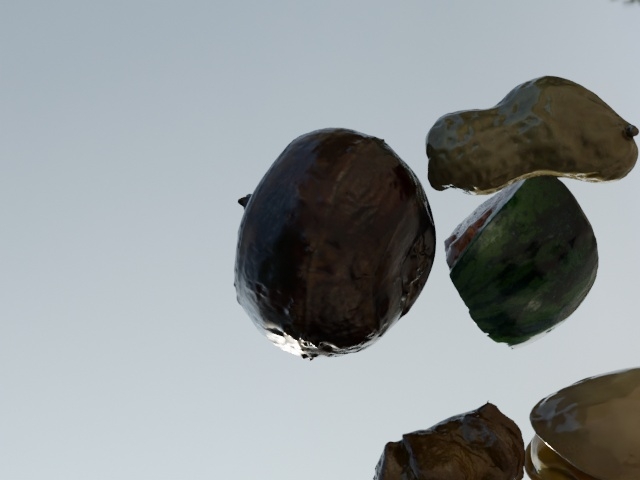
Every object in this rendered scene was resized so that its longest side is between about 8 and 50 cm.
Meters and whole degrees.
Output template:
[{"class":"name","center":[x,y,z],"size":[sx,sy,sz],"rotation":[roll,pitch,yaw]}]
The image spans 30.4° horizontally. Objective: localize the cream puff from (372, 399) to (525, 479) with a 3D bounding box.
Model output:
[{"class":"cream puff","center":[0.174,0.334,1.642],"size":[0.269,0.241,0.155],"rotation":[109,139,-68]}]

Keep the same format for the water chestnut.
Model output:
[{"class":"water chestnut","center":[0.000,0.000,1.710],"size":[0.350,0.302,0.350],"rotation":[-43,-36,-41]}]

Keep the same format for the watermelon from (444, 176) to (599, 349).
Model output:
[{"class":"watermelon","center":[0.318,0.073,1.992],"size":[0.292,0.319,0.222],"rotation":[51,-124,-10]}]

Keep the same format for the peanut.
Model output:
[{"class":"peanut","center":[0.291,-0.145,1.641],"size":[0.143,0.291,0.159],"rotation":[48,-142,-71]}]

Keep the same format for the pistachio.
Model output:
[{"class":"pistachio","center":[0.453,0.288,1.733],"size":[0.230,0.308,0.230],"rotation":[172,90,-81]}]
